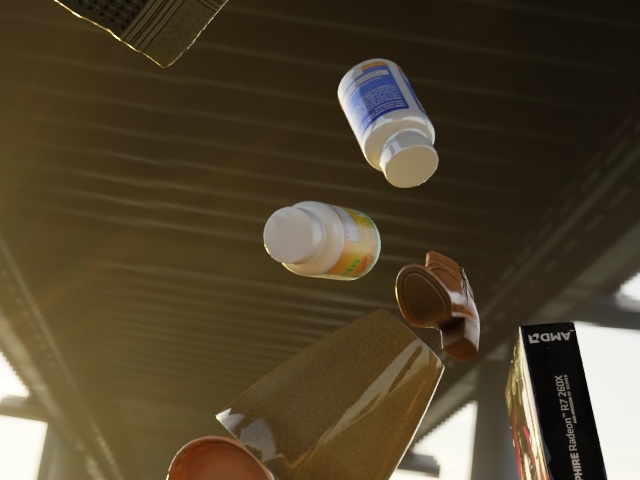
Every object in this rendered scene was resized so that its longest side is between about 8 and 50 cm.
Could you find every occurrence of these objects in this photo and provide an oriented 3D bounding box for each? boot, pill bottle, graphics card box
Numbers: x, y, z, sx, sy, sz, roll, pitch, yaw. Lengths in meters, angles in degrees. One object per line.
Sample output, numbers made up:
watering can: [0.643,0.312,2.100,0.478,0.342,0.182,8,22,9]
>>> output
boot: [0.163,0.063,1.842,0.073,0.152,0.197,-21,-52,19]
pill bottle: [0.143,-0.236,2.641,0.152,0.272,0.152,-11,-44,-11]
graphics card box: [0.358,0.336,1.937,0.094,0.370,0.232,-4,-33,-1]
pill bottle: [0.000,0.000,2.362,0.136,0.136,0.246,-2,-5,27]

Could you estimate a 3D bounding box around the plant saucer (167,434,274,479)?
plant saucer: [-0.157,0.412,2.121,0.200,0.199,0.037,0,11,22]

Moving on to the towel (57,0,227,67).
towel: [-0.255,-0.394,1.676,0.312,0.056,0.324,30,-40,-19]

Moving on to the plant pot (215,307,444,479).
plant pot: [0.035,0.220,1.697,0.237,0.254,0.237,43,-7,7]
